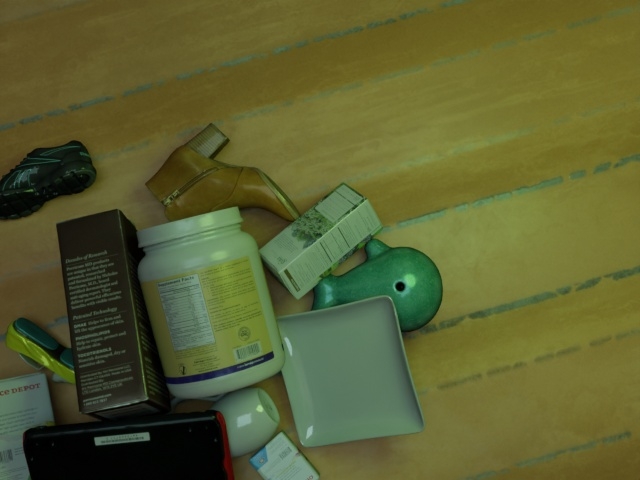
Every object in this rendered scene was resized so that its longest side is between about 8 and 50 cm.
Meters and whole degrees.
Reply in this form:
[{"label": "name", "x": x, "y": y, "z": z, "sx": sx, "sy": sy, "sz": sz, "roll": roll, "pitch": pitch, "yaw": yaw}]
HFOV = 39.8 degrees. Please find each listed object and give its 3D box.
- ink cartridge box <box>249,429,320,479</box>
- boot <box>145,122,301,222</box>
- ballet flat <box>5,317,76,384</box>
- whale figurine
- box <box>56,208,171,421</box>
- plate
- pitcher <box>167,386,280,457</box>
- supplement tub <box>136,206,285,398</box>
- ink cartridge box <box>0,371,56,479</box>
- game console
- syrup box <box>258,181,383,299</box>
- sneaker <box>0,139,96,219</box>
[{"label": "ink cartridge box", "x": -0.071, "y": 0.461, "z": 1.792, "sx": 0.088, "sy": 0.052, "sz": 0.122, "roll": -41, "pitch": 83, "yaw": -4}, {"label": "boot", "x": -0.205, "y": -0.080, "z": 1.845, "sx": 0.295, "sy": 0.104, "sz": 0.211, "roll": 44, "pitch": 93, "yaw": 6}, {"label": "ballet flat", "x": -0.546, "y": 0.246, "z": 1.817, "sx": 0.231, "sy": 0.077, "sz": 0.077, "roll": 33, "pitch": 107, "yaw": -3}, {"label": "whale figurine", "x": 0.111, "y": 0.101, "z": 1.788, "sx": 0.272, "sy": 0.141, "sz": 0.216, "roll": -2, "pitch": 84, "yaw": 4}, {"label": "box", "x": -0.404, "y": 0.152, "z": 1.730, "sx": 0.143, "sy": 0.191, "sz": 0.381, "roll": -11, "pitch": 71, "yaw": 1}, {"label": "plate", "x": 0.055, "y": 0.261, "z": 1.764, "sx": 0.278, "sy": 0.045, "sz": 0.277, "roll": -14, "pitch": 92, "yaw": 25}, {"label": "pitcher", "x": -0.201, "y": 0.360, "z": 1.779, "sx": 0.207, "sy": 0.125, "sz": 0.177, "roll": -32, "pitch": 72, "yaw": 9}, {"label": "supplement tub", "x": -0.217, "y": 0.118, "z": 1.720, "sx": 0.241, "sy": 0.241, "sz": 0.331, "roll": -14, "pitch": 92, "yaw": -1}, {"label": "ink cartridge box", "x": -0.613, "y": 0.382, "z": 1.759, "sx": 0.154, "sy": 0.093, "sz": 0.212, "roll": -9, "pitch": 84, "yaw": -32}, {"label": "game console", "x": -0.359, "y": 0.494, "z": 1.722, "sx": 0.387, "sy": 0.060, "sz": 0.342, "roll": -6, "pitch": 108, "yaw": -1}, {"label": "syrup box", "x": 0.000, "y": 0.000, "z": 1.797, "sx": 0.237, "sy": 0.096, "sz": 0.093, "roll": -40, "pitch": 42, "yaw": -9}, {"label": "sneaker", "x": -0.603, "y": -0.126, "z": 1.861, "sx": 0.267, "sy": 0.101, "sz": 0.106, "roll": -20, "pitch": 63, "yaw": -2}]
